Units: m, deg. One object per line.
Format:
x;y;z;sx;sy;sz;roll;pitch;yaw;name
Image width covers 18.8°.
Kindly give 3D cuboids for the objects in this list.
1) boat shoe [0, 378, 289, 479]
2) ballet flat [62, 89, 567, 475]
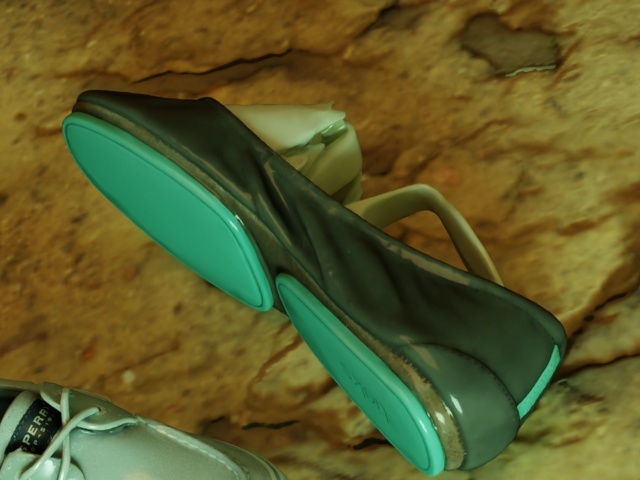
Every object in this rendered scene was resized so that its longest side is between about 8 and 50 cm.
-0.118;0.101;0.832;0.227;0.081;0.079;5;55;31;boat shoe
0.000;0.000;0.860;0.096;0.095;0.280;-37;55;-19;ballet flat
